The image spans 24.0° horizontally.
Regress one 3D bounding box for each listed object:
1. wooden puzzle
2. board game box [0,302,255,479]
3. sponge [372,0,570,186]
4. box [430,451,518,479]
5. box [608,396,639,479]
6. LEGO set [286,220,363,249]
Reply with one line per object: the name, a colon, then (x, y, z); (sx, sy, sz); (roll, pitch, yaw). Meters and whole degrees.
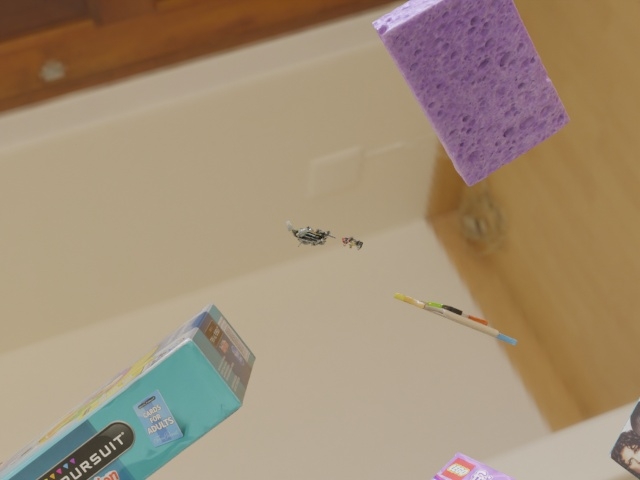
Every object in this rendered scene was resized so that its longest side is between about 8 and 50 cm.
wooden puzzle: (0.138, 0.076, 1.516); (0.078, 0.116, 0.014); (20, 88, 61)
board game box: (-0.221, 0.201, 1.409); (0.079, 0.336, 0.254); (53, -177, -3)
sponge: (0.141, -0.150, 1.364); (0.210, 0.117, 0.031); (55, -176, -42)
box: (0.232, 0.419, 2.055); (0.293, 0.201, 0.057); (20, 143, 49)
box: (0.484, 0.295, 1.888); (0.244, 0.060, 0.100); (36, 105, 45)
LEGO set: (0.002, 0.001, 1.559); (0.054, 0.083, 0.023); (-94, 21, -84)
